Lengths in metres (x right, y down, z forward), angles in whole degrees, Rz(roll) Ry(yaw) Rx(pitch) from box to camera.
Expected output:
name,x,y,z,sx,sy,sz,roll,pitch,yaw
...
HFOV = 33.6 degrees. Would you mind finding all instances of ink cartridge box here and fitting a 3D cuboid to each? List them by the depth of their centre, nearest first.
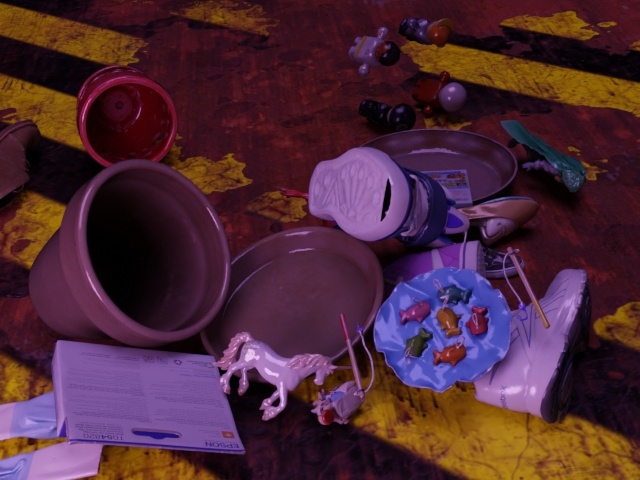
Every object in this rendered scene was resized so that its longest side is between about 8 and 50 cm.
name,x,y,z,sx,sy,sz,roll,pitch,yaw
ink cartridge box,-0.223,0.212,1.346,0.223,0.045,0.224,9,23,-20

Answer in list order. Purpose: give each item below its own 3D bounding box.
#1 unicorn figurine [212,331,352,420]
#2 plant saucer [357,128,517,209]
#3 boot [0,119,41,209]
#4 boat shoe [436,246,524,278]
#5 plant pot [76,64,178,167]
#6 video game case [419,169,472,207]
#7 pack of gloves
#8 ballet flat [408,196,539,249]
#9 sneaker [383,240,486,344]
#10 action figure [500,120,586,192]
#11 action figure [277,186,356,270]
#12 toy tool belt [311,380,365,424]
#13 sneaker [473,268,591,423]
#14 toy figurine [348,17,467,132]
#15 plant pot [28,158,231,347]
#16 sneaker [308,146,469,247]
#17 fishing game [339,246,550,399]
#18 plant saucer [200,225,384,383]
name,x,y,z,sx,sy,sz,roll,pitch,yaw
unicorn figurine,-0.056,0.174,1.382,0.162,0.111,0.060,32,5,1
plant saucer,0.199,-0.118,1.922,0.310,0.050,0.310,-4,30,2
boot,-0.603,-0.138,2.045,0.115,0.112,0.305,30,30,-1
boat shoe,0.249,0.031,1.668,0.142,0.040,0.049,0,30,8
plant pot,-0.391,-0.249,2.087,0.191,0.191,0.174,-14,27,-16
video game case,0.211,-0.088,1.812,0.087,0.011,0.122,-3,31,4
pack of gloves,-0.375,0.272,1.353,0.232,0.046,0.195,-15,29,3
ballet flat,0.248,-0.019,1.744,0.232,0.080,0.073,-6,58,1
sneaker,0.153,0.100,1.525,0.161,0.102,0.282,-6,24,13
action figure,0.410,-0.139,1.891,0.137,0.063,0.232,20,17,-20
action figure,0.000,0.000,1.697,0.139,0.091,0.280,4,29,-9
toy tool belt,0.016,0.217,1.383,0.051,0.052,0.083,-19,9,47
sneaker,0.294,0.125,1.444,0.129,0.111,0.297,4,30,25
toy figurine,0.178,-0.335,2.135,0.213,0.210,0.148,-21,24,-24
plant pot,-0.297,0.040,1.522,0.229,0.263,0.263,-21,14,41
sneaker,0.136,-0.055,1.562,0.236,0.130,0.323,10,1,-20
fishing game,0.155,0.109,1.377,0.264,0.041,0.189,-19,51,7
plant saucer,-0.038,0.094,1.520,0.277,0.041,0.278,-12,46,13
